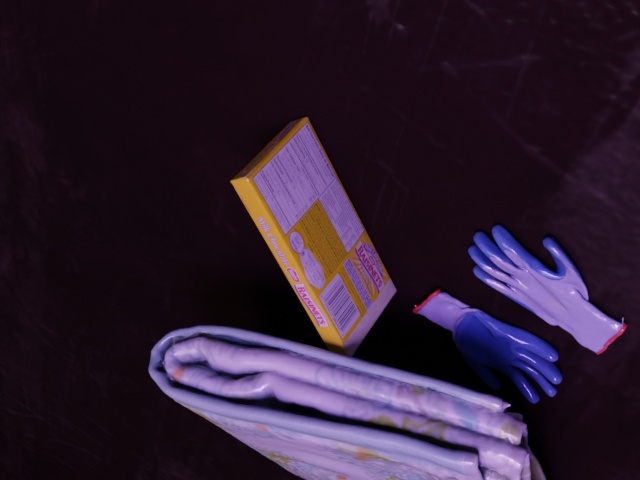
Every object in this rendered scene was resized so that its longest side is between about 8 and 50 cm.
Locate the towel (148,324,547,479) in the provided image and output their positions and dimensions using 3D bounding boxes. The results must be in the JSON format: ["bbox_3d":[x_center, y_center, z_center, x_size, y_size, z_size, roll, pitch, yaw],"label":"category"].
[{"bbox_3d":[0.046,0.210,0.891,0.374,0.090,0.320,11,155,28],"label":"towel"}]

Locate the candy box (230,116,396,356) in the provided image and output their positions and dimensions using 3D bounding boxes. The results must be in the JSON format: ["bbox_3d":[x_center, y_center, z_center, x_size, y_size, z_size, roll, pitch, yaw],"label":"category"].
[{"bbox_3d":[0.000,0.000,0.806,0.027,0.105,0.206,-8,121,39],"label":"candy box"}]

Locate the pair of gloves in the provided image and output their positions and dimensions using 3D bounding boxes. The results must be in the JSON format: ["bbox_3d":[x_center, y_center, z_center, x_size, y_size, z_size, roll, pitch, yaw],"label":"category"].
[{"bbox_3d":[0.181,0.072,0.805,0.159,0.023,0.198,36,139,2],"label":"pair of gloves"}]
